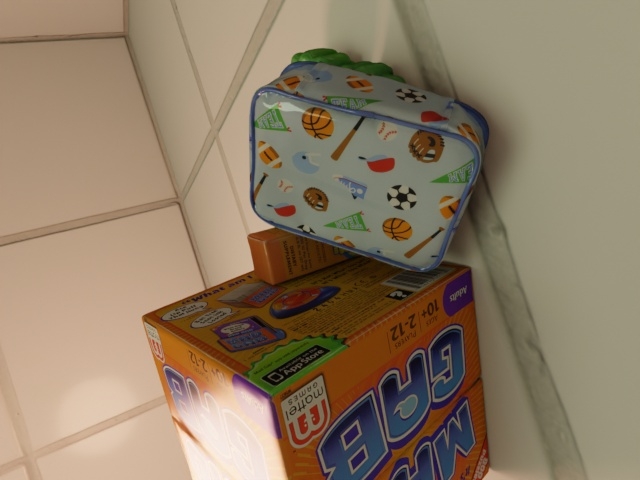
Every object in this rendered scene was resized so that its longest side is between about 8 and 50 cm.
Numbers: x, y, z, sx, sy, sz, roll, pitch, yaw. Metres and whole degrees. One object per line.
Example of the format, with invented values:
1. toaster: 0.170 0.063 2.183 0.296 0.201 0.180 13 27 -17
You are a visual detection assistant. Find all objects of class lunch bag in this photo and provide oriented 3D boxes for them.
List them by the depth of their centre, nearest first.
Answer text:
1. lunch bag: 0.045 -0.088 0.554 0.303 0.115 0.243 19 136 12

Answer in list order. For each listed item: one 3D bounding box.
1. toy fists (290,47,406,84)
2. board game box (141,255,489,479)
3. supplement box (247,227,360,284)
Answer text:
1. toy fists: 0.041 -0.220 0.654 0.279 0.096 0.142 41 149 43
2. board game box: -0.001 0.242 0.650 0.356 0.356 0.356 7 112 49
3. supplement box: 0.000 0.000 0.708 0.080 0.233 0.078 12 116 57
